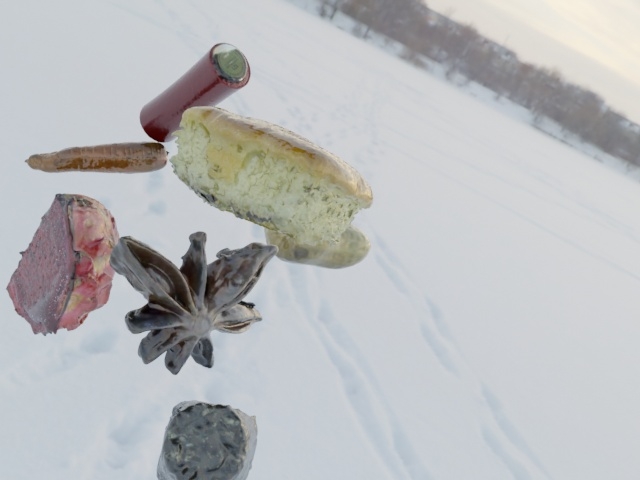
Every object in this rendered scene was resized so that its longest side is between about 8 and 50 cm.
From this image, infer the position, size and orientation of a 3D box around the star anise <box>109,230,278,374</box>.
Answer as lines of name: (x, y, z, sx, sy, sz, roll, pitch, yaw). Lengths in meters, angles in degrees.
star anise: (-0.170, 0.078, 1.074, 0.257, 0.199, 0.110, -6, 24, -45)

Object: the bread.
bread: (-0.062, -0.079, 0.968, 0.245, 0.121, 0.174, 23, 7, 34)

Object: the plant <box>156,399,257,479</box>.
plant: (-0.157, 0.290, 1.105, 0.132, 0.129, 0.194, 16, -22, 1)

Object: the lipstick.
lipstick: (-0.210, -0.238, 1.302, 0.080, 0.241, 0.080, 17, 62, -35)

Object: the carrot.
carrot: (-0.384, -0.140, 1.363, 0.247, 0.059, 0.059, -3, 20, -7)

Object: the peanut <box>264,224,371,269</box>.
peanut: (0.000, 0.000, 1.579, 0.236, 0.120, 0.110, 12, 33, -29)

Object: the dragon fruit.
dragon fruit: (-0.386, 0.037, 1.249, 0.163, 0.262, 0.189, 42, 38, 4)
